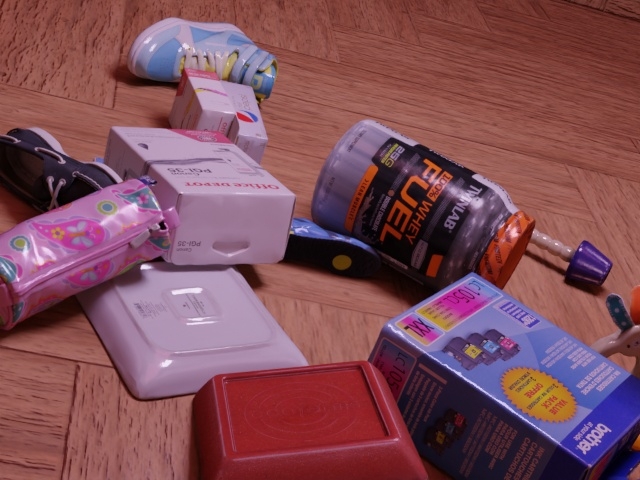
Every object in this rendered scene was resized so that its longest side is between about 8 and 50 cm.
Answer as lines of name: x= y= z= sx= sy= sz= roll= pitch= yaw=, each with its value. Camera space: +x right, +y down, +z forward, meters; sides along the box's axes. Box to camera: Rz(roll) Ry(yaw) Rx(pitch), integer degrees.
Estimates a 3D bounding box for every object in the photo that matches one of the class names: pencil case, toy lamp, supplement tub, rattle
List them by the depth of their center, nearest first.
pencil case: x=-0.332 y=0.013 z=1.584 sx=0.284 sy=0.124 sz=0.124 roll=-26 pitch=52 yaw=-35
rattle: x=0.465 y=0.187 z=1.748 sx=0.130 sy=0.199 sz=0.143 roll=17 pitch=30 yaw=-6
supplement tub: x=0.170 y=-0.043 z=1.949 sx=0.338 sy=0.207 sz=0.207 roll=29 pitch=31 yaw=16
toy lamp: x=0.403 y=-0.001 z=2.154 sx=0.275 sy=0.080 sz=0.080 roll=30 pitch=31 yaw=19

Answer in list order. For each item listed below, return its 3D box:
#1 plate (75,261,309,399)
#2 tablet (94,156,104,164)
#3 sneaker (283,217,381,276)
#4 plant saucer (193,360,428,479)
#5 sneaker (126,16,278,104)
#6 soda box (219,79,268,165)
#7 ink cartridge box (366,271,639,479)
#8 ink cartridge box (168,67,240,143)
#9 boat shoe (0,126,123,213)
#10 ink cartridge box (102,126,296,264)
plate: x=-0.184 y=0.105 z=1.653 sx=0.278 sy=0.045 sz=0.277 roll=-3 pitch=37 yaw=-34
tablet: x=-0.352 y=-0.113 z=1.952 sx=0.054 sy=0.006 sz=0.083 roll=12 pitch=29 yaw=-13
sneaker: x=0.000 y=0.000 z=1.910 sx=0.209 sy=0.069 sz=0.082 roll=14 pitch=34 yaw=-9
plant saucer: x=-0.022 y=0.220 z=1.434 sx=0.258 sy=0.047 sz=0.259 roll=-5 pitch=21 yaw=-8
sneaker: x=-0.209 y=-0.345 z=2.308 sx=0.208 sy=0.127 sz=0.319 roll=36 pitch=34 yaw=28
soda box: x=-0.153 y=-0.214 z=2.172 sx=0.069 sy=0.074 sz=0.216 roll=9 pitch=31 yaw=-19
ink cartridge box: x=0.284 y=0.235 z=1.619 sx=0.395 sy=0.151 sz=0.270 roll=35 pitch=33 yaw=22
ink cartridge box: x=-0.209 y=-0.211 z=2.091 sx=0.067 sy=0.115 sz=0.198 roll=6 pitch=32 yaw=-26
boat shoe: x=-0.400 y=-0.082 z=1.777 sx=0.302 sy=0.114 sz=0.091 roll=26 pitch=27 yaw=35
ink cartridge box: x=-0.194 y=-0.074 z=1.829 sx=0.207 sy=0.117 sz=0.283 roll=0 pitch=25 yaw=-33
